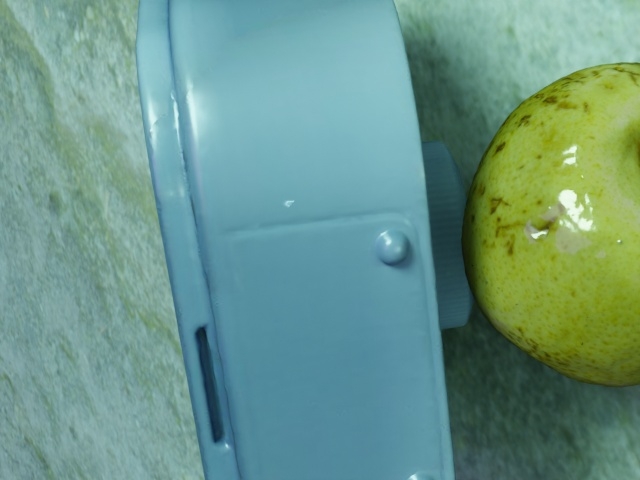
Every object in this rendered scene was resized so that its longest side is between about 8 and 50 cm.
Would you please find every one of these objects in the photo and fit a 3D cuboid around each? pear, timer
[{"bbox_3d":[0.156,-0.004,0.789,0.178,0.178,0.178,19,114,50],"label":"pear"},{"bbox_3d":[0.000,0.000,0.903,0.395,0.173,0.395,171,90,-88],"label":"timer"}]
